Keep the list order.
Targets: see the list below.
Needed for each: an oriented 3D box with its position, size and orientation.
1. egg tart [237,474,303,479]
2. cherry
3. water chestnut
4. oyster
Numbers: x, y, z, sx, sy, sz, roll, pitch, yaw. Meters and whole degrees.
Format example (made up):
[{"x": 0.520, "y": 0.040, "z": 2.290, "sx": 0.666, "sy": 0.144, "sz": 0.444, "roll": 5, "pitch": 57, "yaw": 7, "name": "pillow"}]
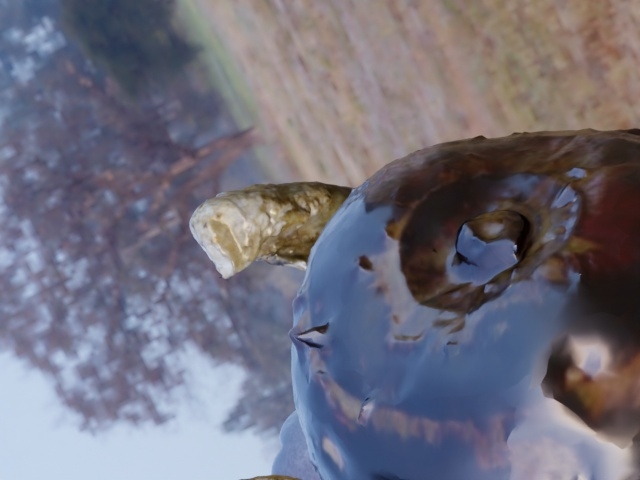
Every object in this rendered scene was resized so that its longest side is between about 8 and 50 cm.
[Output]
[{"x": -0.084, "y": 0.424, "z": 1.598, "sx": 0.153, "sy": 0.339, "sz": 0.351, "roll": 48, "pitch": -141, "yaw": -46, "name": "egg tart"}, {"x": 0.018, "y": 0.287, "z": 1.963, "sx": 0.140, "sy": 0.176, "sz": 0.176, "roll": 35, "pitch": -157, "yaw": -44, "name": "cherry"}, {"x": 0.134, "y": 0.079, "z": 0.846, "sx": 0.300, "sy": 0.300, "sz": 0.300, "roll": 64, "pitch": -178, "yaw": -5, "name": "water chestnut"}, {"x": -0.004, "y": -0.005, "z": 1.316, "sx": 0.294, "sy": 0.166, "sz": 0.094, "roll": -1, "pitch": -77, "yaw": -81, "name": "oyster"}]
